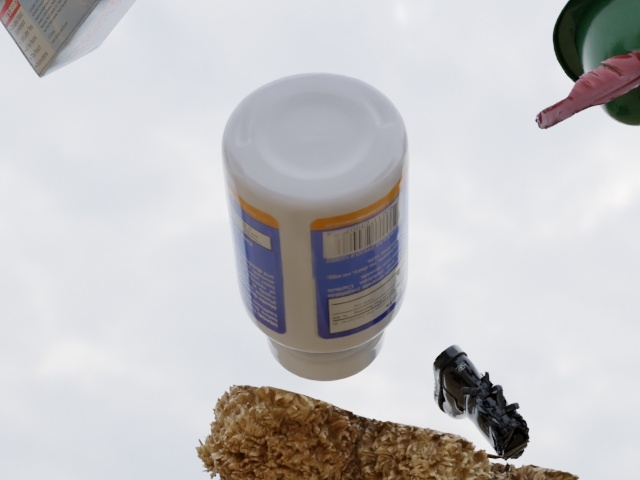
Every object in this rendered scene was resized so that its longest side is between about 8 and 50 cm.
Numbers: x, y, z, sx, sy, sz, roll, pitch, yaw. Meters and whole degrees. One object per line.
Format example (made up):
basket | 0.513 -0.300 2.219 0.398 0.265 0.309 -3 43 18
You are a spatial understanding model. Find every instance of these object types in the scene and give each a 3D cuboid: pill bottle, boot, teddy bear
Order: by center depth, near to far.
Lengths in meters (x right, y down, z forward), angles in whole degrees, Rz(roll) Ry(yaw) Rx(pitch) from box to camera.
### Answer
teddy bear | 0.068 0.207 1.234 0.338 0.113 0.245 23 -16 -41
pill bottle | 0.000 0.000 1.329 0.152 0.152 0.272 3 -38 4
boot | 0.143 0.152 1.363 0.045 0.099 0.121 -35 -30 -10

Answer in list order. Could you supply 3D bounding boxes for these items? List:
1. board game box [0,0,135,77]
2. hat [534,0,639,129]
board game box | -0.210 -0.313 1.060 0.318 0.066 0.319 56 -33 -1
hat | 0.274 -0.110 1.272 0.209 0.183 0.173 -2 -39 5
